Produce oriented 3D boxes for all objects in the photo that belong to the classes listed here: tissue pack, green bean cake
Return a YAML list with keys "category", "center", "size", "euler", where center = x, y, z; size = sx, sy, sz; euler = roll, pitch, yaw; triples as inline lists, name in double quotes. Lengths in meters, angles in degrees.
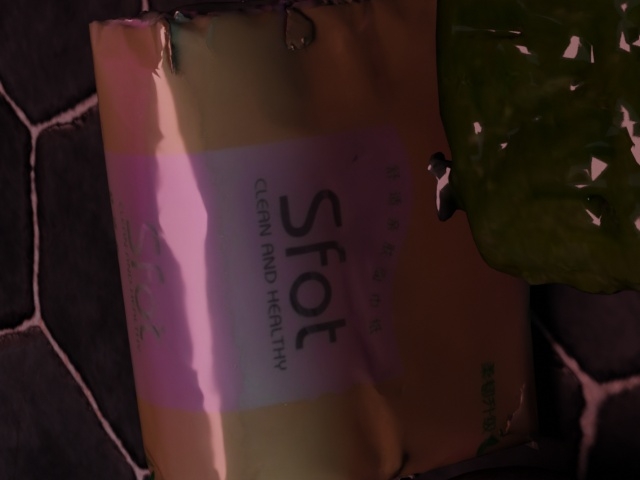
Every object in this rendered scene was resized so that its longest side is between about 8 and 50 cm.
- category: "tissue pack"
  center: [0.000, 0.000, 0.926]
  size: [0.123, 0.215, 0.256]
  euler: [7, 107, 58]
- category: "green bean cake"
  center: [0.170, -0.104, 0.740]
  size: [0.247, 0.156, 0.250]
  euler: [8, 107, 46]

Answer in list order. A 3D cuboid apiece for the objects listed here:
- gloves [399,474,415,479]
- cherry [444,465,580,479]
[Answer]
- category: "gloves"
  center: [0.037, 0.116, 1.054]
  size: [0.044, 0.037, 0.081]
  euler: [-104, 14, -62]
- category: "cherry"
  center: [0.104, 0.188, 0.911]
  size: [0.176, 0.176, 0.140]
  euler: [26, 80, 41]
